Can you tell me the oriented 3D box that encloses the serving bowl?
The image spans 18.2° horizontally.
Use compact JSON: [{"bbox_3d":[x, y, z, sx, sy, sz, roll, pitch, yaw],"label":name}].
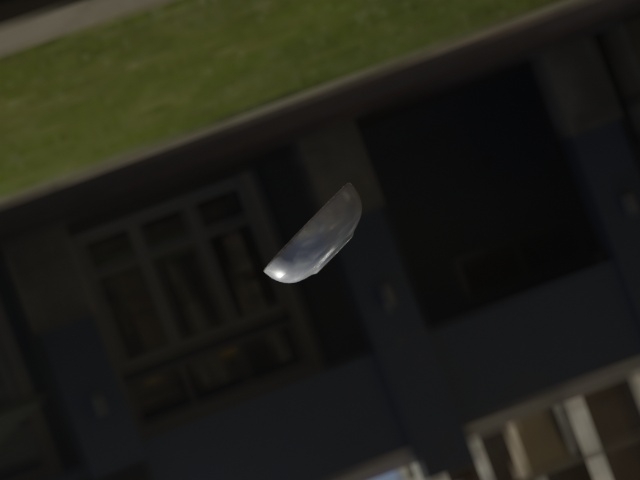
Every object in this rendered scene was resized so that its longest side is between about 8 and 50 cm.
[{"bbox_3d":[0.000,0.000,1.330,0.083,0.027,0.083,-46,179,-1],"label":"serving bowl"}]
